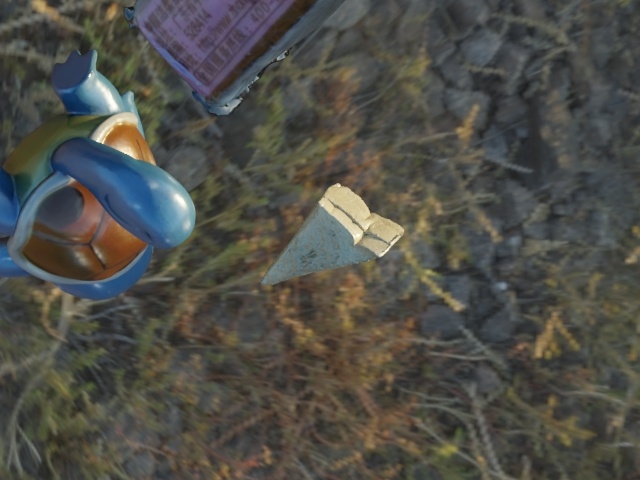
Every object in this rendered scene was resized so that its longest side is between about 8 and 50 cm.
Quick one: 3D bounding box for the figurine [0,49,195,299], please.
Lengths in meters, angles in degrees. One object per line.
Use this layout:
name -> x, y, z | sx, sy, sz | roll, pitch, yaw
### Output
figurine -> -0.266, -0.063, 1.669 | 0.243, 0.416, 0.298 | 35, 72, -8

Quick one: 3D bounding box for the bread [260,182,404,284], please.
bread -> 0.012, 0.018, 1.792 | 0.105, 0.077, 0.152 | 39, 124, 4

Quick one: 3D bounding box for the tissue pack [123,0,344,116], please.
tissue pack -> 0.045, -0.254, 0.881 | 0.122, 0.361, 0.259 | 43, 51, -9
